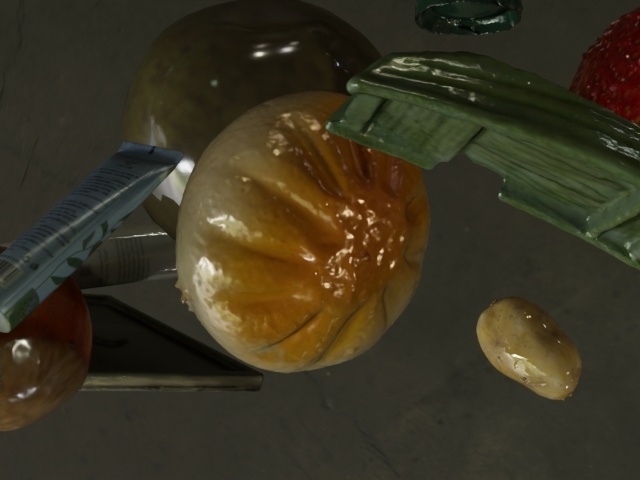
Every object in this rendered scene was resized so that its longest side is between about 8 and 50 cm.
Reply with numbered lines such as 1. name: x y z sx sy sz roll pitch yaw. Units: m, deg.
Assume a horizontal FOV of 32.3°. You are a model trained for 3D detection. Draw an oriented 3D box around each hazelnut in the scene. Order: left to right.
1. hazelnut: -0.340 0.095 1.143 0.214 0.176 0.214 24 44 -26

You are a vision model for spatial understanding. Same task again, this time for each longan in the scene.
1. longan: -0.082 -0.154 1.556 0.404 0.336 0.405 3 76 -11

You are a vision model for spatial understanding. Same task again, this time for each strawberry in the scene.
1. strawberry: 0.394 -0.139 1.290 0.288 0.238 0.250 -37 82 -20

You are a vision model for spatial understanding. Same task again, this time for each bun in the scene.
1. bun: 0.000 0.000 1.126 0.299 0.165 0.299 -7 102 -33

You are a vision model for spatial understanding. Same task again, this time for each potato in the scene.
1. potato: 0.310 0.160 1.630 0.178 0.118 0.109 44 37 18

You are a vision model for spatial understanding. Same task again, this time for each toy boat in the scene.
1. toy boat: 0.147 -0.025 0.581 0.293 0.093 0.055 26 71 -5

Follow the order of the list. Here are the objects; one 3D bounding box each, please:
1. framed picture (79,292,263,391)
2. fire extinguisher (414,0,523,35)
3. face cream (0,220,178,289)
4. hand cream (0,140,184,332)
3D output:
1. framed picture: -0.344 0.144 1.664 0.326 0.446 0.028 7 98 -42
2. fire extinguisher: 0.133 -0.326 0.931 0.093 0.118 0.294 7 82 -27
3. face cream: -0.353 0.026 1.762 0.345 0.102 0.102 -5 89 -21
4. hand cream: -0.241 -0.005 1.049 0.271 0.091 0.058 -50 133 -31
